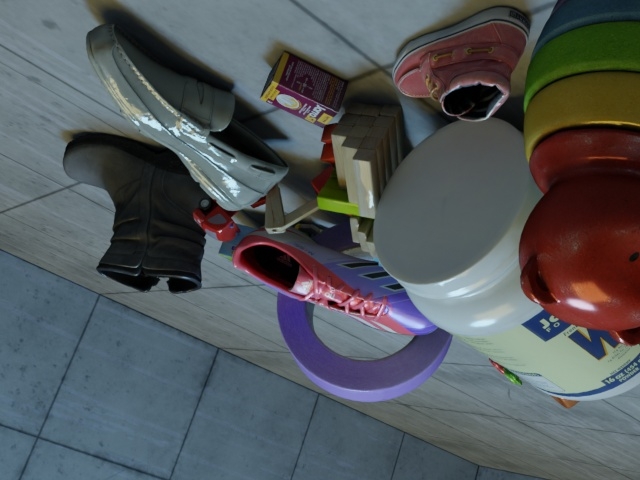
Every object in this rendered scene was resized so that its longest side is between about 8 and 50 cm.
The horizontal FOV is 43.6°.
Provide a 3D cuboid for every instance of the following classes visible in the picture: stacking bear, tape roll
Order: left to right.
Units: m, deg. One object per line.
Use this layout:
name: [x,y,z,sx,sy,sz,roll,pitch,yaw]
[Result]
tape roll: [0.073,0.109,1.253,0.275,0.274,0.090,15,160,12]
stacking bear: [0.217,-0.076,0.557,0.175,0.288,0.164,28,160,-25]

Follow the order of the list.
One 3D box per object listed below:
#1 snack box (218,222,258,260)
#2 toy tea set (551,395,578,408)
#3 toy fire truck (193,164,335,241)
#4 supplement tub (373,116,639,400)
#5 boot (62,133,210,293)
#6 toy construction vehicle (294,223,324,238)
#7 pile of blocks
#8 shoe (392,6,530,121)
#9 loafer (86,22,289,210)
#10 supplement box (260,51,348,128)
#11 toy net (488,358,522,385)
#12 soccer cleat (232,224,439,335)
snack box: [-0.058,0.044,1.467,0.175,0.070,0.207,15,171,29]
toy tea set: [0.425,0.184,1.445,0.200,0.124,0.336,44,176,25]
toy fire truck: [-0.073,-0.055,1.147,0.135,0.192,0.047,43,171,25]
supplement tub: [0.239,0.027,0.915,0.325,0.235,0.236,32,158,-36]
boot: [-0.315,-0.042,1.286,0.338,0.222,0.118,9,160,28]
toy construction vehicle: [0.000,0.000,1.410,0.098,0.035,0.086,21,173,2]
pile of blocks: [0.059,-0.042,1.036,0.113,0.148,0.362,11,161,22]
shoe: [0.120,-0.153,0.762,0.064,0.081,0.178,28,160,-25]
loafer: [-0.161,-0.162,1.013,0.112,0.112,0.319,-30,136,17]
supplement box: [-0.019,-0.170,0.912,0.083,0.043,0.055,23,160,-13]
toy net: [0.299,0.179,1.490,0.122,0.045,0.232,46,179,-29]
soccer cleat: [0.023,0.065,1.149,0.318,0.108,0.116,22,-161,17]
